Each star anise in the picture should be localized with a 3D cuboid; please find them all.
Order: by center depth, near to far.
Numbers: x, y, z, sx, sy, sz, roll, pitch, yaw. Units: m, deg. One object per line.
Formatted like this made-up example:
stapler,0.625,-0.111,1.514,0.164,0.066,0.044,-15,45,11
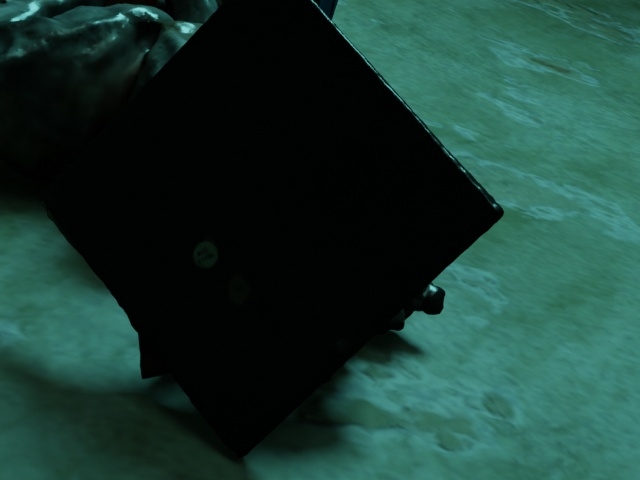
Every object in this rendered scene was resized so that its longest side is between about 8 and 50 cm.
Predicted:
star anise,-0.077,-0.084,0.756,0.316,0.139,0.359,6,22,-15

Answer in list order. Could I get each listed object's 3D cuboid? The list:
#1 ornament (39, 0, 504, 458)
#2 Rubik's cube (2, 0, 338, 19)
ornament,0.000,0.000,0.638,0.153,0.166,0.196,51,12,19
Rubik's cube,-0.090,-0.294,1.110,0.255,0.259,0.260,19,22,-2
